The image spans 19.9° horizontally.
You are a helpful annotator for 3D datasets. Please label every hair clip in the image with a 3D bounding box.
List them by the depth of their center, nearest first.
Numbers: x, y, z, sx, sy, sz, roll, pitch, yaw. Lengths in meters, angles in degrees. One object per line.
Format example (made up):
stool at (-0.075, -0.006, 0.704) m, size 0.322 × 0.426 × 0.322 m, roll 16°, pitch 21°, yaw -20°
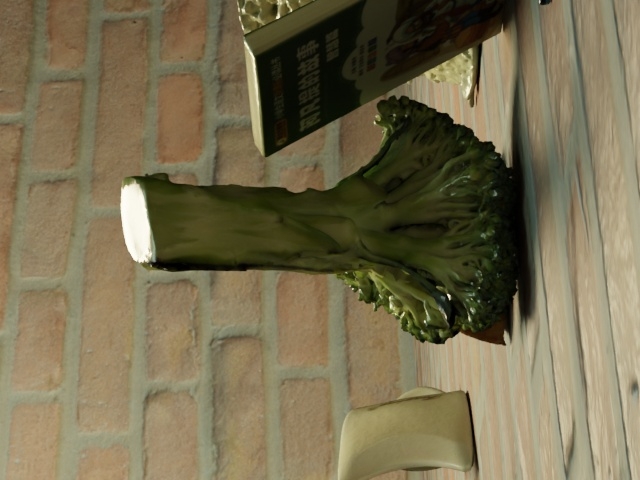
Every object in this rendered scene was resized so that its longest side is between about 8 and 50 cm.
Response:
hair clip at (0.122, 0.248, 2.366) m, size 0.282 × 0.173 × 0.113 m, roll 13°, pitch -113°, yaw -78°

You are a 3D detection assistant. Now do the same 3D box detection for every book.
book at (0.054, -0.184, 1.637) m, size 0.027 × 0.264 × 0.202 m, roll 58°, pitch 168°, yaw 19°

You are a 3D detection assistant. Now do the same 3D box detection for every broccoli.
broccoli at (-0.004, -0.014, 1.665) m, size 0.252 × 0.361 × 0.221 m, roll -95°, pitch 17°, yaw -63°

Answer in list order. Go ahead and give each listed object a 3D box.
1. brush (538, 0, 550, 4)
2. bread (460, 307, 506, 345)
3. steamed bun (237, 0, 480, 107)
brush at (0.164, -0.222, 1.307) m, size 0.164 × 0.014 × 0.051 m, roll 86°, pitch -176°, yaw -60°
bread at (0.153, 0.013, 1.810) m, size 0.103 × 0.065 × 0.187 m, roll 136°, pitch 131°, yaw -83°
steamed bun at (0.042, -0.305, 2.052) m, size 0.290 × 0.272 × 0.273 m, roll 97°, pitch 173°, yaw -67°
